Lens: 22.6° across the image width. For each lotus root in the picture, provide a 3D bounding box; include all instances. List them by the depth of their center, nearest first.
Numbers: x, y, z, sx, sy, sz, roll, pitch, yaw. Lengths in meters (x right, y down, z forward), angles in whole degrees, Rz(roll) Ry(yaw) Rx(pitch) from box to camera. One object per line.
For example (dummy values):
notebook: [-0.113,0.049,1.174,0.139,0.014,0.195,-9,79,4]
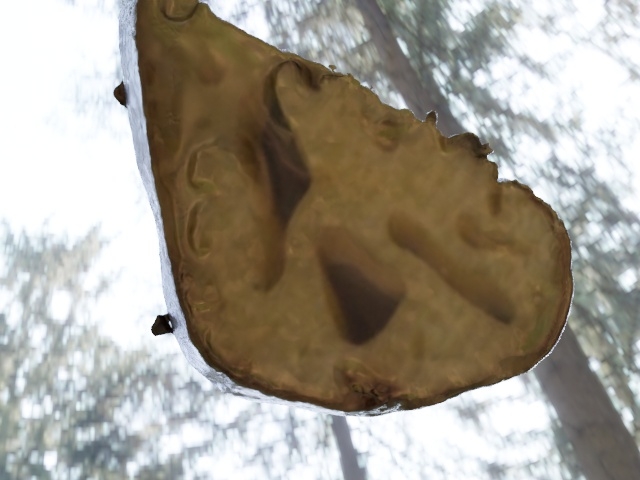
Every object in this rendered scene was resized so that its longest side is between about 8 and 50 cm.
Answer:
lotus root: [0.000,0.000,0.774,0.260,0.074,0.170,23,-97,-20]
